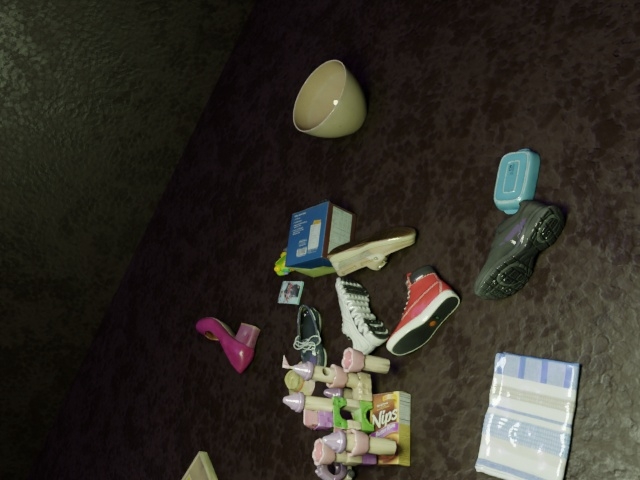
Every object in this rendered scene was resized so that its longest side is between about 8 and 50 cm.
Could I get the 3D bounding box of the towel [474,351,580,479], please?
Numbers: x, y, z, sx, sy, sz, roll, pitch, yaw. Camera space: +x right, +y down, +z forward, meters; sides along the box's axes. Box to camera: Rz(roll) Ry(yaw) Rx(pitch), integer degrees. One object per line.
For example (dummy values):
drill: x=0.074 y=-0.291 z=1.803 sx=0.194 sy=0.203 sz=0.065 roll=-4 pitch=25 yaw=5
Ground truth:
towel: x=0.457 y=0.398 z=1.310 sx=0.209 sy=0.034 sz=0.284 roll=0 pitch=71 yaw=51

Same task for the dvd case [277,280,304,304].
dvd case: x=-0.110 y=0.192 z=2.159 sx=0.120 sy=0.013 sz=0.087 roll=-3 pitch=68 yaw=52

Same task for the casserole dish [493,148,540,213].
casserole dish: x=0.513 y=-0.162 z=1.552 sx=0.114 sy=0.037 sz=0.188 roll=-2 pitch=69 yaw=51

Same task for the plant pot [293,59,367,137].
plant pot: x=0.062 y=-0.493 z=2.174 sx=0.284 sy=0.191 sz=0.283 roll=-28 pitch=51 yaw=41

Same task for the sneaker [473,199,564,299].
sneaker: x=0.473 y=0.022 z=1.458 sx=0.286 sy=0.109 sz=0.130 roll=-51 pitch=31 yaw=5

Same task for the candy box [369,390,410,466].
candy box: x=0.185 y=0.506 z=1.577 sx=0.109 sy=0.053 sz=0.186 roll=-24 pitch=52 yaw=44

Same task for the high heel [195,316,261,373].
high heel: x=-0.395 y=0.406 z=2.293 sx=0.377 sy=0.127 sz=0.181 roll=-5 pitch=57 yaw=47

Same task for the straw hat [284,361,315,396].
straw hat: x=-0.084 y=0.461 z=1.934 sx=0.145 sy=0.061 sz=0.144 roll=-28 pitch=50 yaw=40

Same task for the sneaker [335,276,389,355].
sneaker: x=0.100 y=0.228 z=1.804 sx=0.118 sy=0.110 sz=0.292 roll=-57 pitch=36 yaw=28

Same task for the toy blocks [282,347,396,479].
toy blocks: x=0.012 y=0.467 z=1.572 sx=0.309 sy=0.260 sz=0.288 roll=126 pitch=150 yaw=-49

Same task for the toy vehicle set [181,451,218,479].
toy vehicle set: x=-0.476 y=0.943 z=2.181 sx=0.266 sy=0.035 sz=0.166 roll=-58 pitch=37 yaw=11

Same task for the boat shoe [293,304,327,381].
boat shoe: x=-0.034 y=0.330 z=1.920 sx=0.095 sy=0.079 sz=0.254 roll=-15 pitch=56 yaw=24

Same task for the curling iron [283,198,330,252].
curling iron: x=-0.046 y=-0.050 z=2.195 sx=0.274 sy=0.035 sz=0.068 roll=-49 pitch=35 yaw=21

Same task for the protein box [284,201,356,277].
protein box: x=0.000 y=0.000 z=2.022 sx=0.200 sy=0.136 sz=0.201 roll=-17 pitch=58 yaw=47

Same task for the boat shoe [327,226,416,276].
boat shoe: x=0.168 y=0.038 z=1.828 sx=0.303 sy=0.098 sz=0.109 roll=-19 pitch=14 yaw=28

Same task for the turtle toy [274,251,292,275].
turtle toy: x=-0.126 y=0.089 z=2.190 sx=0.130 sy=0.066 sz=0.095 roll=-30 pitch=26 yaw=43

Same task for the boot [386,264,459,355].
boot: x=0.255 y=0.190 z=1.643 sx=0.244 sy=0.088 sz=0.176 roll=-48 pitch=39 yaw=11
